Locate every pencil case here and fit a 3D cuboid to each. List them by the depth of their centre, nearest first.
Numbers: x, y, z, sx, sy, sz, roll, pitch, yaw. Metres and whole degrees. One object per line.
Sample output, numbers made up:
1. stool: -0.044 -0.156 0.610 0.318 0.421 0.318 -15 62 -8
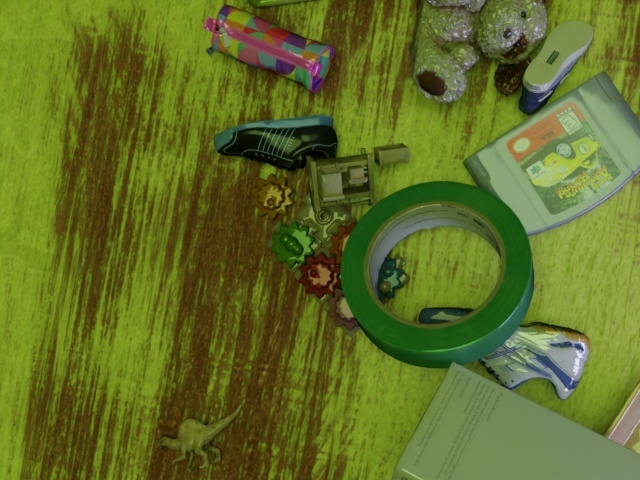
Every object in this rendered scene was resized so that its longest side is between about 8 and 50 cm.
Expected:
1. pencil case: -0.095 -0.357 1.662 0.236 0.104 0.104 22 91 10

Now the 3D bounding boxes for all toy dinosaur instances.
1. toy dinosaur: -0.223 0.373 1.663 0.183 0.053 0.093 -22 81 9

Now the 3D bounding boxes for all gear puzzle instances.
1. gear puzzle: 0.000 0.000 1.648 0.175 0.044 0.339 -44 80 5

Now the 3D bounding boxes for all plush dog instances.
1. plush dog: 0.286 -0.381 1.574 0.225 0.211 0.263 8 116 -3

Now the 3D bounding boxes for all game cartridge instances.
1. game cartridge: 0.427 -0.139 1.575 0.294 0.060 0.196 -33 85 7

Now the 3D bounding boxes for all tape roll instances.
1. tape roll: 0.197 0.053 1.515 0.321 0.077 0.321 -8 59 13

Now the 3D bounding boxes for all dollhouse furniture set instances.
1. dollhouse furniture set: 0.081 -0.095 1.569 0.181 0.161 0.101 -8 109 -8

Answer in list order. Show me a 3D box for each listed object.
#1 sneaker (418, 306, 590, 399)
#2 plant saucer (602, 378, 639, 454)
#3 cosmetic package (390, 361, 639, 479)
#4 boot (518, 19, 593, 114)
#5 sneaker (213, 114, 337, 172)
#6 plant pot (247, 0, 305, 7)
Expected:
1. sneaker: 0.308 0.194 1.547 0.296 0.112 0.131 12 94 14
2. plant saucer: 0.596 0.442 1.492 0.332 0.081 0.333 33 93 11
3. cosmetic package: 0.324 0.383 1.395 0.385 0.156 0.217 28 61 15
4. boot: 0.411 -0.309 1.585 0.069 0.086 0.190 37 66 18
5. sneaker: -0.083 -0.171 1.656 0.232 0.081 0.091 -8 78 9
6. plant pot: -0.055 -0.573 1.610 0.228 0.227 0.207 -7 79 11
